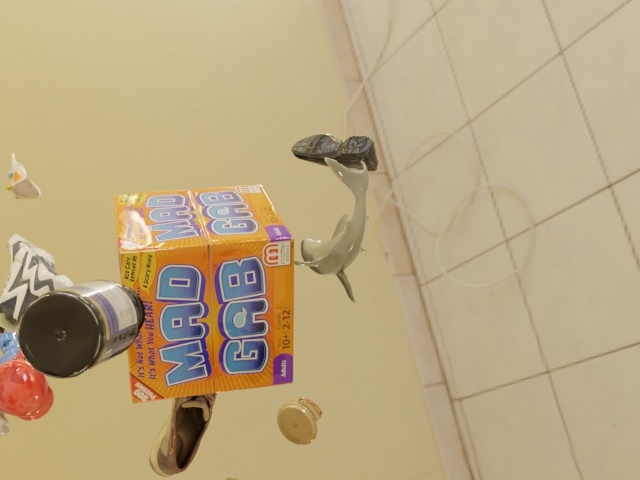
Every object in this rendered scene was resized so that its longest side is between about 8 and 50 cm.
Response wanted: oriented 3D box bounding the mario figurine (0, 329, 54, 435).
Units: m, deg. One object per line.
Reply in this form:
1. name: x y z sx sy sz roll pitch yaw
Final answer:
1. mario figurine: -0.673 0.323 1.774 0.321 0.170 0.198 24 108 57

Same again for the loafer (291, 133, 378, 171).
1. loafer: 0.024 -0.150 1.400 0.170 0.062 0.061 10 143 34

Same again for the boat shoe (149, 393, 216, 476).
1. boat shoe: -0.313 0.420 1.953 0.123 0.123 0.341 -24 37 50

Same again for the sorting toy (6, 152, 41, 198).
1. sorting toy: -0.571 -0.125 1.487 0.083 0.045 0.075 89 163 -68

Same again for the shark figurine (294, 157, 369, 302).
1. shark figurine: 0.013 0.002 1.273 0.166 0.116 0.278 69 151 26

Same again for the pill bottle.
1. pill bottle: -0.339 0.122 1.154 0.219 0.123 0.122 -22 -70 -83

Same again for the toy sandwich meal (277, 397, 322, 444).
1. toy sandwich meal: -0.035 0.302 1.312 0.086 0.029 0.085 8 108 26

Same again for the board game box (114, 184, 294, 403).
1. board game box: -0.270 0.104 1.787 0.356 0.357 0.356 -125 33 -63

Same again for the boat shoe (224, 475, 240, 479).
1. boat shoe: -0.181 0.619 1.828 0.153 0.056 0.048 61 170 21

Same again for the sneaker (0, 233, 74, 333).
1. sneaker: -0.556 0.091 1.445 0.235 0.094 0.153 35 85 39
